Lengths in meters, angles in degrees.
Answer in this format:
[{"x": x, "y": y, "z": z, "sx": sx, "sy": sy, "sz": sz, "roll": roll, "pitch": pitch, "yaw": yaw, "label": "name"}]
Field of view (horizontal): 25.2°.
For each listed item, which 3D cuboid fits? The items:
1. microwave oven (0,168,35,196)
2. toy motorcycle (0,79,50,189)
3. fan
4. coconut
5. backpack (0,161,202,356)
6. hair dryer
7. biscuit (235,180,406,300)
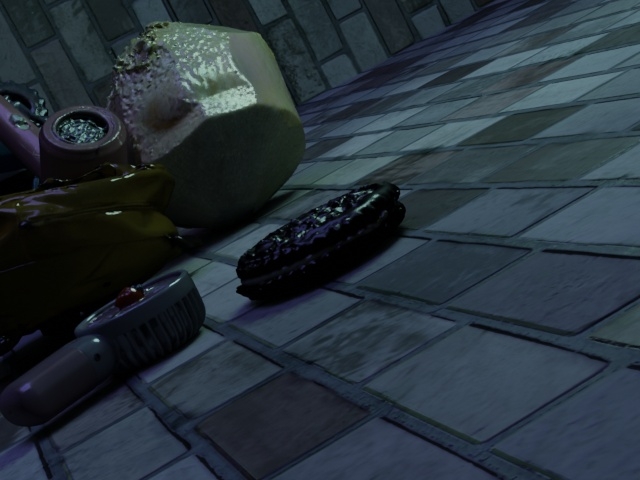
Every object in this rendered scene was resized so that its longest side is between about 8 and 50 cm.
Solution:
[{"x": -0.496, "y": -0.009, "z": 2.451, "sx": 0.295, "sy": 0.181, "sz": 0.237, "roll": -35, "pitch": -12, "yaw": -48, "label": "microwave oven"}, {"x": -0.432, "y": -0.089, "z": 2.280, "sx": 0.232, "sy": 0.416, "sz": 0.172, "roll": -43, "pitch": -14, "yaw": -31, "label": "toy motorcycle"}, {"x": -0.215, "y": 0.105, "z": 1.410, "sx": 0.130, "sy": 0.074, "sz": 0.244, "roll": -18, "pitch": 13, "yaw": 45, "label": "fan"}, {"x": -0.175, "y": -0.159, "z": 2.146, "sx": 0.298, "sy": 0.309, "sz": 0.297, "roll": -16, "pitch": -34, "yaw": -11, "label": "coconut"}, {"x": -0.354, "y": 0.023, "z": 1.868, "sx": 0.378, "sy": 0.201, "sz": 0.353, "roll": -22, "pitch": -1, "yaw": 10, "label": "backpack"}, {"x": -0.415, "y": -0.140, "z": 2.123, "sx": 0.125, "sy": 0.210, "sz": 0.352, "roll": -29, "pitch": 51, "yaw": -32, "label": "hair dryer"}, {"x": 0.000, "y": 0.000, "z": 1.444, "sx": 0.195, "sy": 0.053, "sz": 0.194, "roll": -27, "pitch": 8, "yaw": 4, "label": "biscuit"}]
